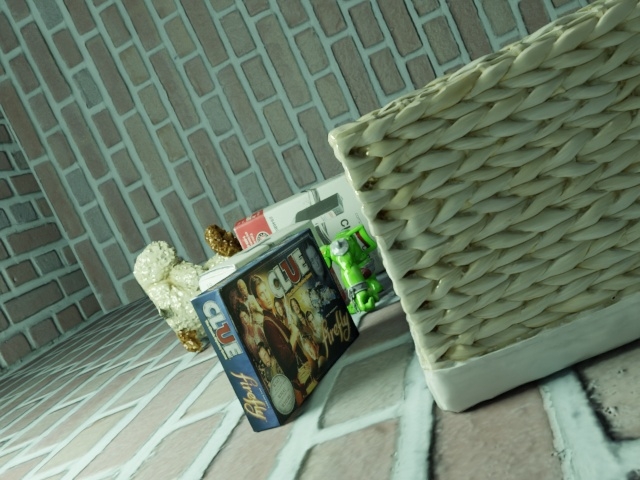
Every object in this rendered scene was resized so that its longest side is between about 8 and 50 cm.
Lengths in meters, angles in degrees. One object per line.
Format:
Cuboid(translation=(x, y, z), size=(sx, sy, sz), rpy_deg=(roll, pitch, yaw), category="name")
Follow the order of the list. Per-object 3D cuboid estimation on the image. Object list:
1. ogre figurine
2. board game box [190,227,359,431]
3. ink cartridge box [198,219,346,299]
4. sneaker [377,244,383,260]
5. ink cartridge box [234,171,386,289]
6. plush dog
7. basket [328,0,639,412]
Cuboid(translation=(0.054, 0.042, 1.135), size=(0.097, 0.118, 0.197), rpy_deg=(-22, 6, 27), category="ogre figurine")
Cuboid(translation=(-0.043, 0.096, 0.853), size=(0.042, 0.165, 0.243), rpy_deg=(-22, 7, 28), category="board game box")
Cuboid(translation=(-0.072, 0.079, 1.137), size=(0.092, 0.158, 0.218), rpy_deg=(-19, 9, 39), category="ink cartridge box")
Cuboid(translation=(0.208, -0.010, 1.206), size=(0.232, 0.090, 0.115), rpy_deg=(-33, 11, 11), category="sneaker")
Cuboid(translation=(0.000, 0.000, 1.341), size=(0.273, 0.197, 0.114), rpy_deg=(-26, 8, -2), category="ink cartridge box")
Cuboid(translation=(-0.215, 0.101, 1.430), size=(0.225, 0.262, 0.210), rpy_deg=(-36, 42, -11), category="plush dog")
Cuboid(translation=(0.199, -0.052, 0.700), size=(0.331, 0.266, 0.328), rpy_deg=(-26, 7, 8), category="basket")
